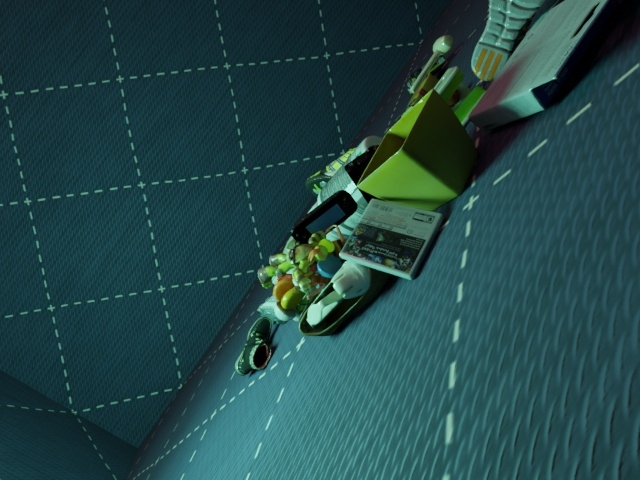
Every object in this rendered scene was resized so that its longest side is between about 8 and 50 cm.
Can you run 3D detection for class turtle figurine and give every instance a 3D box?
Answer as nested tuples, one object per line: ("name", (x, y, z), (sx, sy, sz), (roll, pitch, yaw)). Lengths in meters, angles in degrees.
("turtle figurine", (-0.061, 0.058, 1.268), (0.217, 0.087, 0.270), (-21, 34, 33))

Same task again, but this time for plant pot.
("plant pot", (0.248, -0.190, 1.185), (0.212, 0.187, 0.212), (-61, 12, -28))

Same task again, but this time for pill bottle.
("pill bottle", (0.118, -0.148, 1.603), (0.361, 0.204, 0.204), (-46, 13, 37))

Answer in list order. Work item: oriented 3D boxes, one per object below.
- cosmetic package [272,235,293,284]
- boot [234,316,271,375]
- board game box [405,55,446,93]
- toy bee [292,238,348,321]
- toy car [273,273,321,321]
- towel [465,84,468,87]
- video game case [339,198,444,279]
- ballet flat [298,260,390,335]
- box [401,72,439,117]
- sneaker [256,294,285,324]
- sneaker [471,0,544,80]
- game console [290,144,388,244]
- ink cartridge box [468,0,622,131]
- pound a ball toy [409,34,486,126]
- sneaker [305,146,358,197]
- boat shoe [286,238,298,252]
("cosmetic package", (-0.062, 0.079, 1.830), (0.113, 0.160, 0.309), (-51, 10, 27))
("boot", (-0.215, 0.376, 1.790), (0.178, 0.085, 0.236), (-33, 27, 57))
("board game box", (0.467, -0.746, 2.193), (0.170, 0.048, 0.141), (-37, -1, 0))
("toy bee", (-0.015, 0.072, 1.404), (0.298, 0.162, 0.195), (-28, -35, -54))
("toy car", (-0.080, 0.167, 1.573), (0.159, 0.136, 0.182), (-54, -32, 12))
("towel", (0.368, -0.395, 1.737), (0.248, 0.038, 0.325), (-57, 10, -16))
("video game case", (0.162, -0.008, 1.128), (0.190, 0.022, 0.173), (17, 64, 34))
("ballet flat", (0.050, 0.130, 1.200), (0.124, 0.116, 0.342), (-13, -30, -51))
("box", (0.426, -0.604, 2.088), (0.232, 0.058, 0.087), (-59, 10, -29))
("sneaker", (-0.171, 0.252, 1.931), (0.129, 0.111, 0.297), (-51, 10, -16))
("sneaker", (0.498, -0.580, 1.272), (0.180, 0.124, 0.321), (-37, -25, -53))
("game console", (0.083, -0.099, 1.384), (0.361, 0.213, 0.044), (-37, 42, 5))
("ink cartridge box", (0.501, -0.402, 1.048), (0.324, 0.071, 0.330), (-53, 11, -4))
("pound a ball toy", (0.330, -0.401, 1.442), (0.319, 0.208, 0.136), (-54, 10, 6))
("sneaker", (0.100, -0.251, 1.820), (0.384, 0.145, 0.147), (-14, 43, 46))
("boat shoe", (0.000, 0.000, 1.770), (0.113, 0.103, 0.302), (0, 25, 42))
